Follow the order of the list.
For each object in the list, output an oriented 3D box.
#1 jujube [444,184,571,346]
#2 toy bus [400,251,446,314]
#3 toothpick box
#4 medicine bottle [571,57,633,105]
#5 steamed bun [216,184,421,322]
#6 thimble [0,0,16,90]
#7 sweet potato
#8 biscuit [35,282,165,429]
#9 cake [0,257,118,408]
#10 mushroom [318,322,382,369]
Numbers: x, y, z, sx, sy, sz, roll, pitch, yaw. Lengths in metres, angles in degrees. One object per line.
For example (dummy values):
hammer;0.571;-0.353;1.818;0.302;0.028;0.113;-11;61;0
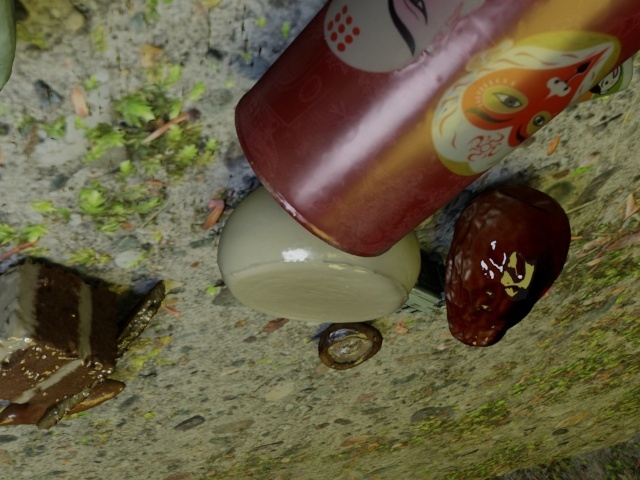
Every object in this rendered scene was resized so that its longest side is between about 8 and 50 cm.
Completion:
jujube;0.250;0.040;0.916;0.168;0.168;0.236;-1;118;-26
toy bus;0.127;0.058;0.981;0.089;0.087;0.194;-30;147;28
toothpick box;0.107;-0.159;0.542;0.204;0.204;0.333;18;131;-43
medicine bottle;0.223;-0.178;0.712;0.221;0.061;0.092;-16;123;-5
steamed bun;0.000;0.000;0.761;0.232;0.145;0.231;4;156;2
thimble;-0.296;-0.158;0.385;0.238;0.150;0.237;-15;146;-11
sweet potato;-0.401;0.246;1.015;0.202;0.058;0.055;-16;-170;3
biscuit;-0.289;0.158;0.878;0.026;0.131;0.237;40;121;-17
cake;-0.338;0.110;0.782;0.135;0.134;0.147;-33;135;20
mushroom;0.050;0.178;1.143;0.123;0.052;0.123;-10;139;-9
